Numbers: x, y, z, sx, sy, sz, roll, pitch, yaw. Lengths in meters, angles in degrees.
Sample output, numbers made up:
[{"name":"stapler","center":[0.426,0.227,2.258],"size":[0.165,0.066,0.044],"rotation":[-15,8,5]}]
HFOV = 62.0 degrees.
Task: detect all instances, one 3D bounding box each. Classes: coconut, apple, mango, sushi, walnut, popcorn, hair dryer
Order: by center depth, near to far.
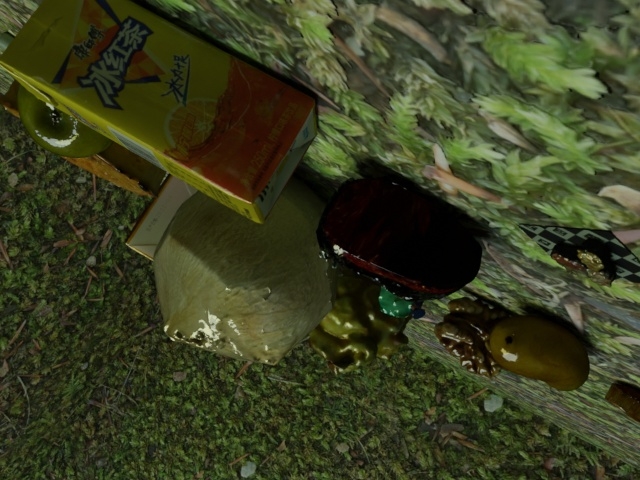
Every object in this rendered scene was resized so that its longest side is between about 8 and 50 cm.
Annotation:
[{"name":"sushi","center":[0.298,0.027,0.608],"size":[0.120,0.026,0.126],"rotation":[34,170,-24]},{"name":"sushi","center":[0.108,0.001,0.746],"size":[0.225,0.136,0.126],"rotation":[24,173,-2]},{"name":"mango","center":[0.397,0.204,0.948],"size":[0.227,0.099,0.136],"rotation":[33,137,-25]},{"name":"apple","center":[-0.460,-0.248,0.987],"size":[0.196,0.196,0.157],"rotation":[33,-155,-14]},{"name":"coconut","center":[-0.137,0.061,0.997],"size":[0.346,0.360,0.346],"rotation":[38,159,18]},{"name":"walnut","center":[0.314,0.185,1.041],"size":[0.170,0.143,0.069],"rotation":[28,160,14]},{"name":"hair dryer","center":[-0.703,-0.442,1.242],"size":[0.063,0.038,0.124],"rotation":[35,177,-18]},{"name":"popcorn","center":[0.087,0.175,1.404],"size":[0.321,0.290,0.325],"rotation":[67,-159,0]}]

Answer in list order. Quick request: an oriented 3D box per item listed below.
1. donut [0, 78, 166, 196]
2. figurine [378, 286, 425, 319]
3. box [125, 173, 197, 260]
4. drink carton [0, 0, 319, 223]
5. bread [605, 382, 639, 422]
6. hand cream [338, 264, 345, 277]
[{"name":"donut","center":[-0.535,-0.258,1.298],"size":[0.377,0.163,0.435],"rotation":[33,168,-21]},{"name":"figurine","center":[0.180,0.112,1.175],"size":[0.102,0.111,0.195],"rotation":[-12,178,11]},{"name":"box","center":[-0.444,-0.044,1.721],"size":[0.259,0.283,0.214],"rotation":[34,171,-21]},{"name":"drink carton","center":[-0.189,-0.176,0.661],"size":[0.351,0.154,0.111],"rotation":[29,170,6]},{"name":"bread","center":[0.618,0.319,1.064],"size":[0.085,0.053,0.085],"rotation":[35,-178,-1]},{"name":"hand cream","center":[0.026,0.081,1.594],"size":[0.203,0.084,0.084],"rotation":[30,173,-37]}]
